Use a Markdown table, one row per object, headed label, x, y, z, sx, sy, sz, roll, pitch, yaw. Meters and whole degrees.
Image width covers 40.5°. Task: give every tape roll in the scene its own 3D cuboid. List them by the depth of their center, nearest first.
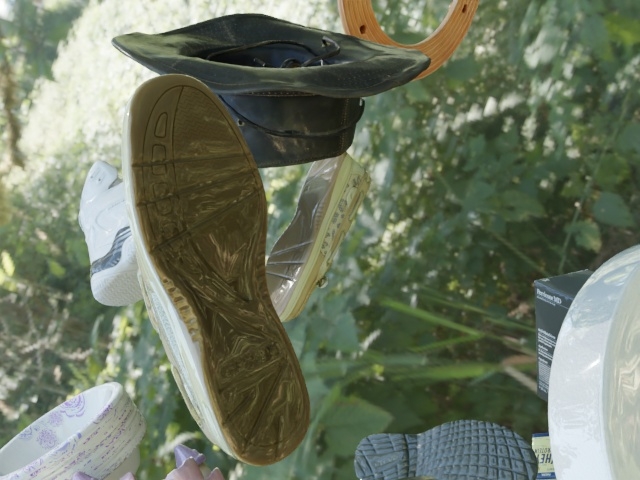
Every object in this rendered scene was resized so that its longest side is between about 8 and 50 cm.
| label | x | y | z | sx | sy | sz | roll | pitch | yaw |
| --- | --- | --- | --- | --- | --- | --- | --- | --- | --- |
| tape roll | 0.384 | 0.181 | 0.815 | 0.072 | 0.392 | 0.392 | -26 | 45 | 59 |

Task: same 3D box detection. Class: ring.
| label | x | y | z | sx | sy | sz | roll | pitch | yaw |
| --- | --- | --- | --- | --- | --- | --- | --- | --- | --- |
| ring | 0.142 | -0.412 | 1.336 | 0.032 | 0.336 | 0.337 | 23 | 97 | 41 |

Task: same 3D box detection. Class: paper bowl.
| label | x | y | z | sx | sy | sz | roll | pitch | yaw |
| --- | --- | --- | --- | --- | --- | --- | --- | --- | --- |
| paper bowl | -0.432 | 0.387 | 1.514 | 0.284 | 0.148 | 0.284 | -29 | 14 | 8 |

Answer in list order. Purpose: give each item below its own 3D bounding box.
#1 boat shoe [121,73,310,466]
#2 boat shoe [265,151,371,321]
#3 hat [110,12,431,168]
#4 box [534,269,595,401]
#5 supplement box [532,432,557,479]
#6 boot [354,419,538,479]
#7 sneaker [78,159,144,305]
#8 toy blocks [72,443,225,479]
| label | x | y | z | sx | sy | sz | roll | pitch | yaw |
| --- | --- | --- | --- | --- | --- | --- | --- | --- | --- |
| boat shoe | -0.095 | 0.025 | 0.677 | 0.098 | 0.109 | 0.302 | -10 | 98 | 58 |
| boat shoe | 0.000 | 0.000 | 1.298 | 0.104 | 0.089 | 0.285 | 4 | 66 | 54 |
| hat | -0.053 | -0.148 | 0.927 | 0.331 | 0.331 | 0.134 | -89 | 1 | -65 |
| box | 0.403 | 0.162 | 1.164 | 0.261 | 0.103 | 0.184 | -150 | 50 | -65 |
| supplement box | 0.411 | 0.393 | 1.523 | 0.056 | 0.083 | 0.083 | -13 | 48 | 31 |
| boot | 0.179 | 0.286 | 1.104 | 0.246 | 0.161 | 0.083 | -9 | 64 | 33 |
| sneaker | -0.270 | -0.076 | 1.420 | 0.366 | 0.137 | 0.210 | -43 | 57 | 20 |
| toy blocks | -0.285 | 0.441 | 1.318 | 0.288 | 0.260 | 0.309 | -39 | -6 | -4 |
